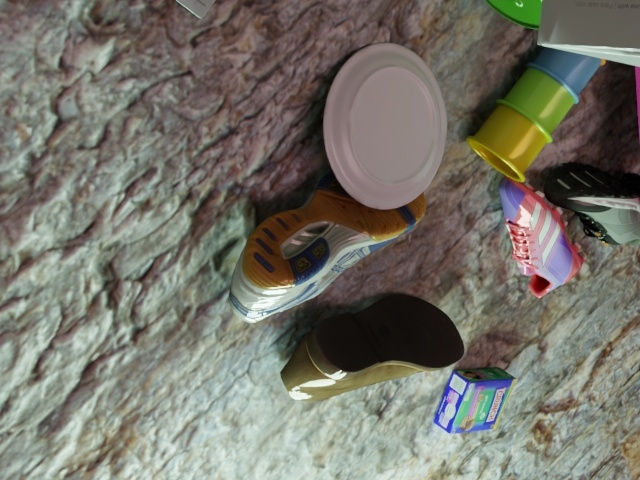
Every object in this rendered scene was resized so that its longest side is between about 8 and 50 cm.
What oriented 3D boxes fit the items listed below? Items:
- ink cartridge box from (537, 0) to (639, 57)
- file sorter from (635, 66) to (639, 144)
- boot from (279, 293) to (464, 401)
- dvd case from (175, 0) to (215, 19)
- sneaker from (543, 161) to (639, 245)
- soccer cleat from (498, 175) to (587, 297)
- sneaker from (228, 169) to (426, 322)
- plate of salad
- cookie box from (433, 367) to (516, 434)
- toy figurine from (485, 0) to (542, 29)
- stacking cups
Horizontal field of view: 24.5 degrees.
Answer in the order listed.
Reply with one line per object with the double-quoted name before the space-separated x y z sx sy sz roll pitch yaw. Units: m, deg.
"ink cartridge box" 0.411 -0.399 1.717 0.285 0.166 0.394 1 97 -50
"file sorter" 0.563 -0.194 2.022 0.202 0.182 0.290 -35 126 -40
"boot" 0.069 0.149 1.965 0.305 0.112 0.115 -4 150 -46
"dvd case" -0.110 -0.362 1.474 0.238 0.029 0.179 -55 139 3
"sneaker" 0.411 -0.042 2.124 0.272 0.100 0.108 9 116 -46
"soccer cleat" 0.297 -0.003 2.062 0.095 0.083 0.248 -46 141 -1
"sneaker" 0.000 0.000 1.791 0.296 0.112 0.131 -26 160 -37
"plate of salad" 0.074 -0.137 1.771 0.200 0.048 0.199 -3 94 -40
"cookie box" 0.230 0.237 2.192 0.107 0.040 0.091 0 116 -43
"toy figurine" 0.262 -0.370 1.773 0.173 0.130 0.159 45 69 -25
"stacking cups" 0.325 -0.223 1.920 0.316 0.096 0.096 -50 139 -3
